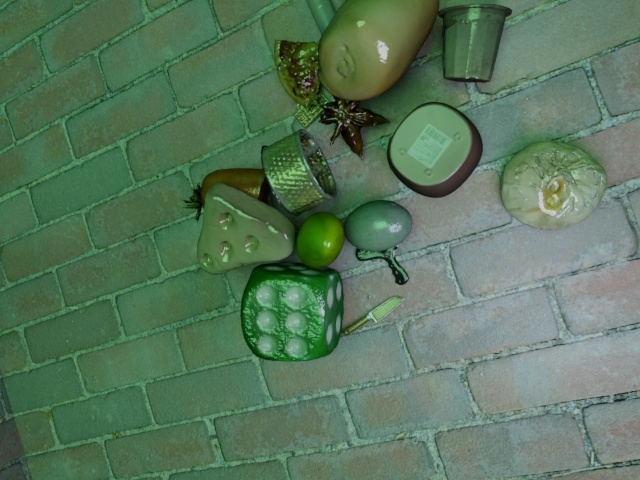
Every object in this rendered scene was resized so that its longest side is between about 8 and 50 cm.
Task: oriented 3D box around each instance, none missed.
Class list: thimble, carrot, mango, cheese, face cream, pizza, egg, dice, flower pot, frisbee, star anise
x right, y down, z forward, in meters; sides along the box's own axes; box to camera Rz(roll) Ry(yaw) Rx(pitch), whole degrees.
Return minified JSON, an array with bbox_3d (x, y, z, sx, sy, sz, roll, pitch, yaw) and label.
[{"bbox_3d":[-0.071,-0.232,1.541,0.150,0.271,0.270,-24,86,17],"label":"thimble"},{"bbox_3d":[-0.325,-0.163,1.670,0.332,0.214,0.193,1,53,14],"label":"carrot"},{"bbox_3d":[0.000,0.000,1.499,0.156,0.343,0.192,12,90,-4],"label":"mango"},{"bbox_3d":[-0.254,0.010,1.556,0.329,0.129,0.350,22,123,4],"label":"cheese"},{"bbox_3d":[0.007,-0.795,1.574,0.077,0.077,0.250,-24,86,19],"label":"face cream"},{"bbox_3d":[-0.061,-0.614,1.582,0.229,0.081,0.289,-28,78,31],"label":"pizza"},{"bbox_3d":[0.189,-0.049,1.512,0.237,0.169,0.169,-15,89,32],"label":"egg"},{"bbox_3d":[-0.087,0.235,1.561,0.287,0.300,0.296,3,94,16],"label":"dice"},{"bbox_3d":[0.450,-0.591,1.388,0.213,0.212,0.202,11,107,18],"label":"flower pot"},{"bbox_3d":[0.238,0.034,1.587,0.211,0.012,0.187,28,101,16],"label":"frisbee"},{"bbox_3d":[0.099,-0.448,1.540,0.238,0.148,0.346,-13,87,-3],"label":"star anise"}]

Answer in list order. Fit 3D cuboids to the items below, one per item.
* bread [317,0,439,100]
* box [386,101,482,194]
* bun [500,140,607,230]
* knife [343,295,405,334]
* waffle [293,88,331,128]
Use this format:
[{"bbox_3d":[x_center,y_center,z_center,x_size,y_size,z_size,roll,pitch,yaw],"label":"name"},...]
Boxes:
[{"bbox_3d":[0.180,-0.616,1.346,0.253,0.348,0.376,31,67,0],"label":"bread"},{"bbox_3d":[0.353,-0.286,1.423,0.301,0.216,0.300,1,93,17],"label":"box"},{"bbox_3d":[0.683,-0.163,1.355,0.288,0.146,0.287,1,93,21],"label":"bun"},{"bbox_3d":[0.192,0.268,1.613,0.256,0.022,0.046,-36,75,13],"label":"knife"},{"bbox_3d":[-0.036,-0.478,1.640,0.135,0.021,0.092,-41,82,16],"label":"waffle"}]
